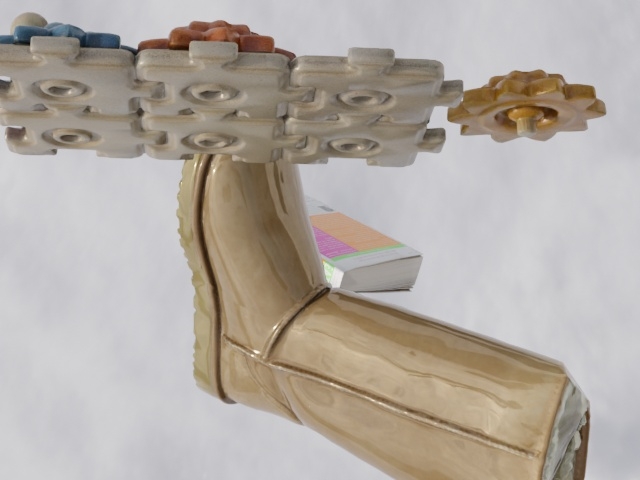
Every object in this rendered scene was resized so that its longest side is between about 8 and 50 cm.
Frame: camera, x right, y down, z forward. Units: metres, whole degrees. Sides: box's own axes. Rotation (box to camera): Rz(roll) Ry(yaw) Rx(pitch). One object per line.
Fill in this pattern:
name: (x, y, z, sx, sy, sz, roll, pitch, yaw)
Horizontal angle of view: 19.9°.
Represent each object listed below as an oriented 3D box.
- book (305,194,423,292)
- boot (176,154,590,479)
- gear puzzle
book: (0.000, 0.000, 1.514, 0.144, 0.096, 0.035, 31, 114, 38)
boot: (0.043, 0.050, 1.146, 0.269, 0.089, 0.236, 21, 131, 31)
gear puzzle: (-0.011, -0.086, 0.994, 0.338, 0.175, 0.044, 2, 75, -3)
